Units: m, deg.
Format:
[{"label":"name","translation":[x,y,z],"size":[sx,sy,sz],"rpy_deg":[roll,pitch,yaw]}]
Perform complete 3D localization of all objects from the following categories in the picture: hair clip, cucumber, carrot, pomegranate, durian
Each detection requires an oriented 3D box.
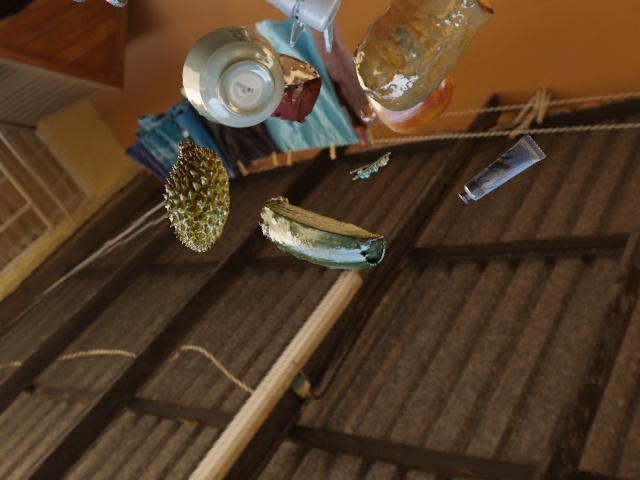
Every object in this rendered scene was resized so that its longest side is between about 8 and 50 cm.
[{"label":"hair clip","translation":[0.185,-0.261,2.596],"size":[0.173,0.049,0.049],"rpy_deg":[-30,-154,-13]},{"label":"cucumber","translation":[-0.001,0.003,1.636],"size":[0.325,0.145,0.105],"rpy_deg":[18,-147,40]},{"label":"carrot","translation":[0.234,-0.474,1.703],"size":[0.341,0.224,0.224],"rpy_deg":[-45,-161,27]},{"label":"pomegranate","translation":[0.234,-0.420,2.050],"size":[0.270,0.252,0.229],"rpy_deg":[-37,-113,18]},{"label":"durian","translation":[-0.316,-0.129,1.897],"size":[0.172,0.306,0.166],"rpy_deg":[-12,173,3]}]

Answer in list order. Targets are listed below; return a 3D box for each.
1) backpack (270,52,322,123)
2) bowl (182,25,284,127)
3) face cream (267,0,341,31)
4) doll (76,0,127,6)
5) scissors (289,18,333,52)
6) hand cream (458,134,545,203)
[{"label":"backpack","translation":[-0.120,-0.372,1.733],"size":[0.229,0.138,0.229],"rpy_deg":[13,-148,-8]},{"label":"bowl","translation":[-0.162,-0.319,1.464],"size":[0.211,0.211,0.112],"rpy_deg":[-34,-147,-5]},{"label":"face cream","translation":[-0.112,-0.509,1.393],"size":[0.089,0.314,0.143],"rpy_deg":[-62,179,21]},{"label":"doll","translation":[-0.618,-0.711,1.917],"size":[0.158,0.245,0.340],"rpy_deg":[-31,-173,17]},{"label":"scissors","translation":[0.013,-0.565,1.492],"size":[0.256,0.383,0.029],"rpy_deg":[-7,-139,-20]},{"label":"hand cream","translation":[0.539,-0.208,2.191],"size":[0.271,0.058,0.091],"rpy_deg":[-36,-114,11]}]
